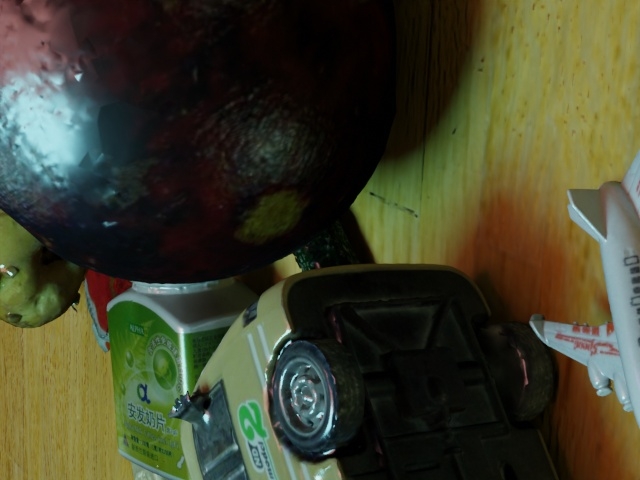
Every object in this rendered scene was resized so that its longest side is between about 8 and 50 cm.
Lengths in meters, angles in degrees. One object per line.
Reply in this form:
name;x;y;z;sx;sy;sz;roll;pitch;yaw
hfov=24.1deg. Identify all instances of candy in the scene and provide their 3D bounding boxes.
candy;-0.159;0.012;1.301;0.086;0.059;0.292;61;142;35

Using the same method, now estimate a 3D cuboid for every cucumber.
cucumber;-0.001;0.000;1.044;0.044;0.043;0.256;-55;51;47

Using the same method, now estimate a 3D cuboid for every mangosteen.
mangosteen;-0.120;-0.108;0.938;0.359;0.306;0.306;-30;68;30

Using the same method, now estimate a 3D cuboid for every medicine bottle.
medicine bottle;-0.101;0.081;1.153;0.132;0.088;0.188;10;106;55

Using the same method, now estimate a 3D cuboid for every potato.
potato;-0.297;-0.056;1.444;0.173;0.140;0.300;116;142;-54

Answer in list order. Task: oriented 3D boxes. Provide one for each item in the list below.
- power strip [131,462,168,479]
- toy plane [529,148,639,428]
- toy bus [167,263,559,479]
power strip;-0.151;0.179;1.349;0.056;0.032;0.123;-28;71;57
toy plane;0.166;0.039;0.742;0.162;0.066;0.171;-48;54;52
toy bus;0.049;0.204;0.846;0.202;0.177;0.365;-41;60;45
